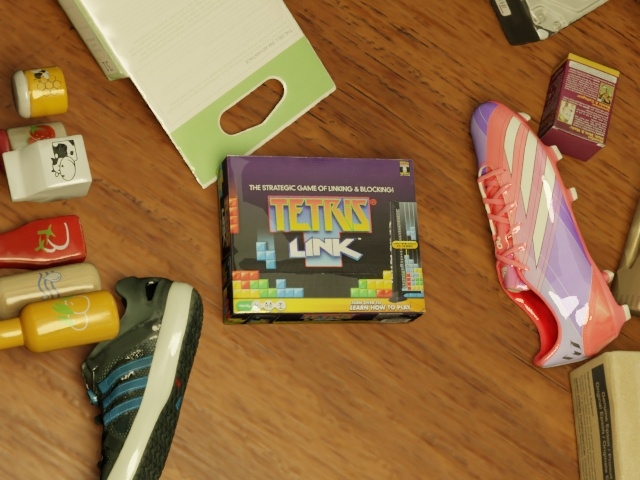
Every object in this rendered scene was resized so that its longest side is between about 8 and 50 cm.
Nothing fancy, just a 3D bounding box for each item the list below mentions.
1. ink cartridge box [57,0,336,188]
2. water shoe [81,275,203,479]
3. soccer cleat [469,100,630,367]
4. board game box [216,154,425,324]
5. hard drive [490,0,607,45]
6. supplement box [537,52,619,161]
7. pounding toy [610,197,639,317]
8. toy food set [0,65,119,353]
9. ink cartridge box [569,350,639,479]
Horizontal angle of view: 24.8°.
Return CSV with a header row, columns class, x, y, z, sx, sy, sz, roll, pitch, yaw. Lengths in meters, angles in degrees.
class,x,y,z,sx,sy,sz,roll,pitch,yaw
ink cartridge box,-0.114,-0.188,1.288,0.171,0.056,0.235,-39,110,-22
water shoe,-0.155,0.125,1.174,0.080,0.073,0.203,11,64,12
soccer cleat,0.184,-0.008,1.297,0.095,0.083,0.248,-24,83,-16
board game box,0.000,0.000,1.256,0.170,0.048,0.141,0,76,-15
hard drive,0.274,-0.366,1.404,0.339,0.064,0.237,-32,104,-23
supplement box,0.242,-0.124,1.367,0.055,0.043,0.083,20,67,-8
pounding toy,0.390,0.006,1.322,0.206,0.094,0.181,18,87,-9
toy food set,-0.239,-0.018,1.164,0.104,0.111,0.232,-10,78,-18
ink cartridge box,0.346,0.198,1.267,0.234,0.088,0.193,2,71,-15
